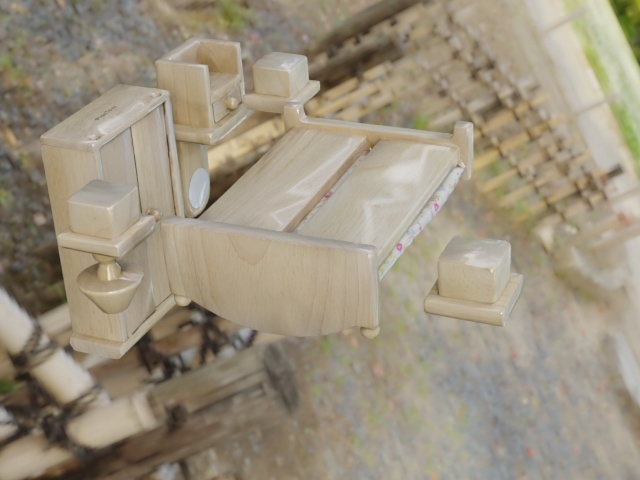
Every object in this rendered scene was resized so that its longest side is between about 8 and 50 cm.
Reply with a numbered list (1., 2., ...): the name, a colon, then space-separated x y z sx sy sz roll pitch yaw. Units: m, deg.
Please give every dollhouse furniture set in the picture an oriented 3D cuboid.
1. dollhouse furniture set: 0.000 0.000 0.945 0.303 0.355 0.174 -49 142 -52
